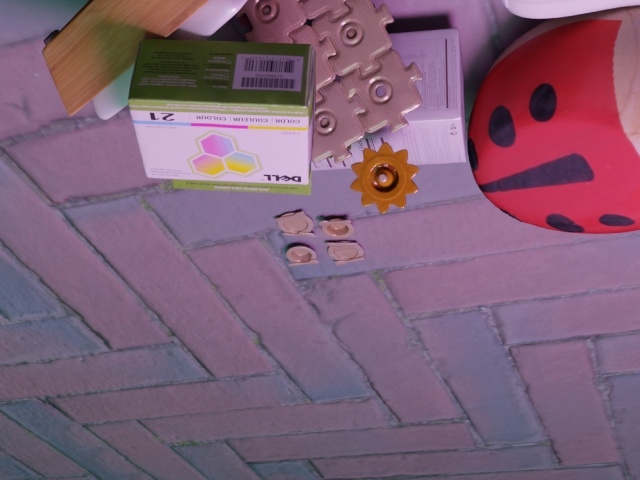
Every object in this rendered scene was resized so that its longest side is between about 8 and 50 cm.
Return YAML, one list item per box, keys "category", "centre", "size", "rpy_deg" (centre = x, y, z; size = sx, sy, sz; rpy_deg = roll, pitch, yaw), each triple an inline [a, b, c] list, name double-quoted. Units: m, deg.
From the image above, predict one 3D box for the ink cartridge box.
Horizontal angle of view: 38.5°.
- category: "ink cartridge box"
  centre: [-0.101, -0.103, 1.048]
  size: [0.189, 0.097, 0.255]
  rpy_deg: [2, 144, 2]

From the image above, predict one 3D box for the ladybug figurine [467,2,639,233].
- category: "ladybug figurine"
  centre: [0.338, -0.127, 1.158]
  size: [0.305, 0.162, 0.449]
  rpy_deg: [53, 153, -10]

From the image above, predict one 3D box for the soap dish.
- category: "soap dish"
  centre: [-0.185, -0.289, 1.078]
  size: [0.291, 0.228, 0.118]
  rpy_deg: [-27, 117, 38]

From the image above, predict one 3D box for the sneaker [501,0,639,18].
- category: "sneaker"
  centre: [0.359, -0.346, 0.987]
  size: [0.366, 0.135, 0.150]
  rpy_deg: [-11, 145, 21]

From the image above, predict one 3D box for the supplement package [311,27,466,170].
- category: "supplement package"
  centre: [0.069, -0.185, 1.231]
  size: [0.244, 0.139, 0.134]
  rpy_deg: [-2, 159, 11]

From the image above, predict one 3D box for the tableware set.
- category: "tableware set"
  centre: [0.000, 0.000, 1.623]
  size: [0.141, 0.020, 0.168]
  rpy_deg: [-2, 145, 11]

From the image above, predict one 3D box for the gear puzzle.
- category: "gear puzzle"
  centre: [0.033, -0.193, 1.130]
  size: [0.176, 0.338, 0.044]
  rpy_deg: [-28, 176, 15]
